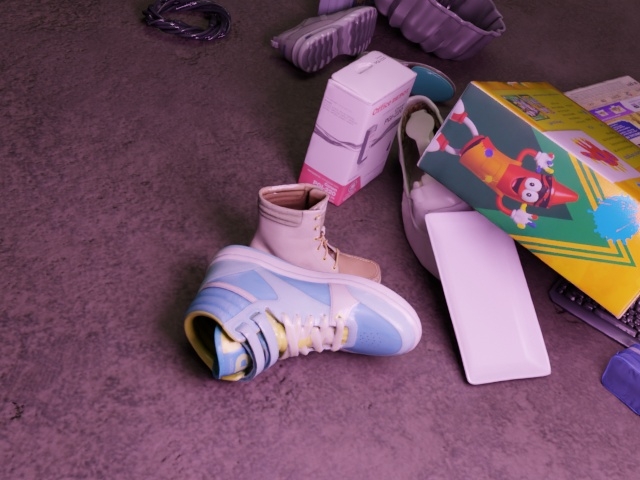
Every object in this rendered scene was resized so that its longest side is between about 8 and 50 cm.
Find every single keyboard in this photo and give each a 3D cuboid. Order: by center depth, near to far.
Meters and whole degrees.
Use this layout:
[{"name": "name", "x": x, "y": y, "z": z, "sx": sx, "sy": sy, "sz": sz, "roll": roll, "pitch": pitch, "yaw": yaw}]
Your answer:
[{"name": "keyboard", "x": 0.545, "y": 0.124, "z": 1.656, "sx": 0.317, "sy": 0.033, "sz": 0.201, "roll": 32, "pitch": 41, "yaw": 18}]

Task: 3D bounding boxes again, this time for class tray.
[{"name": "tray", "x": 0.245, "y": 0.083, "z": 1.527, "sx": 0.145, "sy": 0.030, "sz": 0.270, "roll": -3, "pitch": 67, "yaw": -24}]

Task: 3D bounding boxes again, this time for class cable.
[{"name": "cable", "x": -0.270, "y": -0.445, "z": 2.050, "sx": 0.150, "sy": 0.047, "sz": 0.184, "roll": 41, "pitch": 42, "yaw": 21}]

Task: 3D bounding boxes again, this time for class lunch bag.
[{"name": "lunch bag", "x": 0.471, "y": 0.201, "z": 1.505, "sx": 0.065, "sy": 0.067, "sz": 0.098, "roll": -18, "pitch": 49, "yaw": -36}]

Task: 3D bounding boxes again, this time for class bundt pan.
[{"name": "bundt pan", "x": 0.234, "y": -0.509, "z": 2.183, "sx": 0.331, "sy": 0.124, "sz": 0.331, "roll": 28, "pitch": 33, "yaw": -20}]

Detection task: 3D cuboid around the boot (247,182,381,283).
[{"name": "boot", "x": 0.000, "y": 0.000, "z": 1.500, "sx": 0.213, "sy": 0.165, "sz": 0.077, "roll": 8, "pitch": 40, "yaw": -8}]

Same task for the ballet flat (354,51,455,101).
[{"name": "ballet flat", "x": 0.171, "y": -0.337, "z": 2.050, "sx": 0.213, "sy": 0.072, "sz": 0.068, "roll": 15, "pitch": 32, "yaw": -2}]

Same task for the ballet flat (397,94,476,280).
[{"name": "ballet flat", "x": 0.187, "y": -0.096, "z": 1.688, "sx": 0.139, "sy": 0.139, "sz": 0.400, "roll": 5, "pitch": 44, "yaw": -14}]

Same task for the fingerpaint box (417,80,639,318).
[{"name": "fingerpaint box", "x": 0.407, "y": -0.086, "z": 1.620, "sx": 0.371, "sy": 0.163, "sz": 0.445, "roll": 39, "pitch": 22, "yaw": 15}]

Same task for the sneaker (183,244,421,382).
[{"name": "sneaker", "x": -0.036, "y": 0.131, "z": 1.368, "sx": 0.319, "sy": 0.127, "sz": 0.208, "roll": 14, "pitch": 35, "yaw": 13}]

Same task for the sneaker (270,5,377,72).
[{"name": "sneaker", "x": 0.015, "y": -0.433, "z": 2.083, "sx": 0.115, "sy": 0.105, "sz": 0.281, "roll": 29, "pitch": 36, "yaw": 26}]

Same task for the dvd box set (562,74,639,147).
[{"name": "dvd box set", "x": 0.682, "y": -0.180, "z": 2.048, "sx": 0.307, "sy": 0.062, "sz": 0.420, "roll": -20, "pitch": 50, "yaw": -37}]

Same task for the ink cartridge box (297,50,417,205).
[{"name": "ink cartridge box", "x": 0.061, "y": -0.190, "z": 1.711, "sx": 0.092, "sy": 0.218, "sz": 0.158, "roll": 31, "pitch": 41, "yaw": 18}]

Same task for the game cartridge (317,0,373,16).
[{"name": "game cartridge", "x": 0.087, "y": -0.590, "z": 2.223, "sx": 0.060, "sy": 0.196, "sz": 0.294, "roll": 27, "pitch": 39, "yaw": 13}]
